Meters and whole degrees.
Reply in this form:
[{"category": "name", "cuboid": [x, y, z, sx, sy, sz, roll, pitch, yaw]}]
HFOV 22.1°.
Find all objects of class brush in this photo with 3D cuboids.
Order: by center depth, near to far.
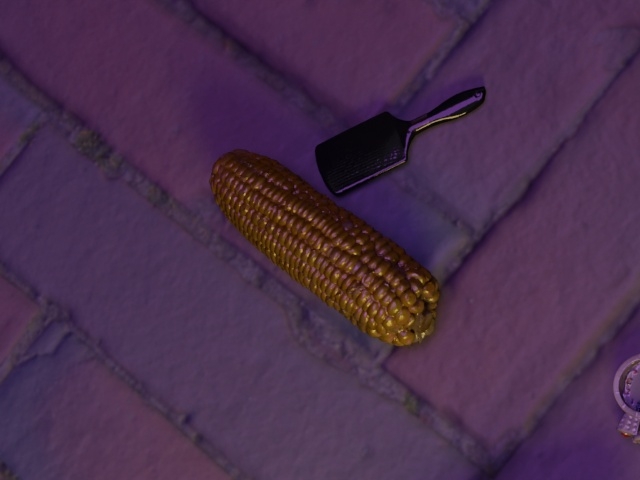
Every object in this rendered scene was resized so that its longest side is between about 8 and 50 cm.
[{"category": "brush", "cuboid": [0.086, -0.111, 1.703, 0.193, 0.016, 0.063, -26, 71, 12]}]

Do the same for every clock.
[{"category": "clock", "cuboid": [0.338, 0.155, 1.543, 0.129, 0.041, 0.087, 8, 76, 26]}]

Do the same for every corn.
[{"category": "corn", "cuboid": [0.000, 0.000, 1.667, 0.292, 0.101, 0.101, 39, 92, 25]}]
